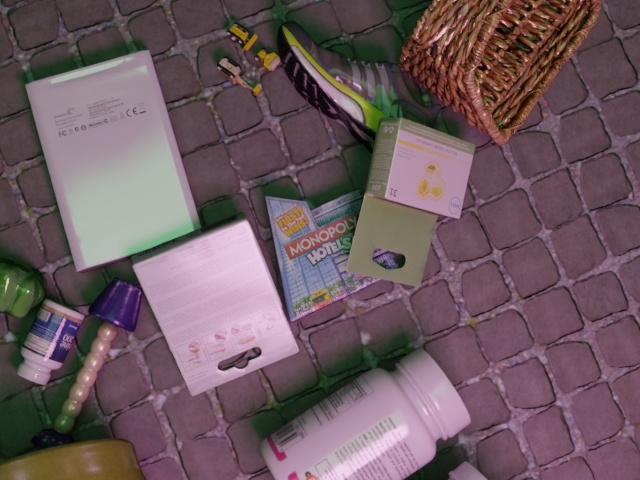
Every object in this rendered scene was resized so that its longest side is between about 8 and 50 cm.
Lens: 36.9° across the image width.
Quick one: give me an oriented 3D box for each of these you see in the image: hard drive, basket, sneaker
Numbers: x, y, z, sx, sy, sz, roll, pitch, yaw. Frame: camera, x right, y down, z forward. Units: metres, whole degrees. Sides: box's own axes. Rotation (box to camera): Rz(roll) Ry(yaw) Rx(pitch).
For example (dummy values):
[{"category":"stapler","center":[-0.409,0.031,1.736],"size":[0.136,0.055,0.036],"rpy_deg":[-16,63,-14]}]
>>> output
[{"category":"hard drive","center":[-0.322,-0.125,1.501],"size":[0.203,0.040,0.308],"rpy_deg":[-17,84,-4]},{"category":"basket","center":[0.294,-0.335,1.462],"size":[0.223,0.213,0.299],"rpy_deg":[38,84,4]},{"category":"sneaker","center":[0.058,-0.245,1.507],"size":[0.300,0.111,0.121],"rpy_deg":[41,77,-4]}]

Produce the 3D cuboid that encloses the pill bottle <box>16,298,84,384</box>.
[{"category":"pill bottle","center":[-0.412,0.154,1.451],"size":[0.067,0.067,0.120],"rpy_deg":[24,83,1]}]

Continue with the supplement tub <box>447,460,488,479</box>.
[{"category":"supplement tub","center":[0.154,0.494,1.345],"size":[0.325,0.235,0.235],"rpy_deg":[-41,86,-6]}]

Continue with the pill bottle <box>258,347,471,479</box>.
[{"category":"pill bottle","center":[0.067,0.289,1.405],"size":[0.283,0.160,0.160],"rpy_deg":[-32,85,-5]}]

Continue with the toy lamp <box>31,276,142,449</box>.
[{"category":"toy lamp","center":[-0.347,0.188,1.444],"size":[0.080,0.080,0.275],"rpy_deg":[23,82,1]}]

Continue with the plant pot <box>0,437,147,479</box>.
[{"category":"plant pot","center":[-0.334,0.468,1.297],"size":[0.366,0.366,0.353],"rpy_deg":[-15,73,-4]}]

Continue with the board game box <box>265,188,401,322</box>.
[{"category":"board game box","center":[0.000,0.000,1.488],"size":[0.194,0.060,0.194],"rpy_deg":[-25,85,-5]}]

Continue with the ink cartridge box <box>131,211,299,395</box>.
[{"category":"ink cartridge box","center":[-0.161,0.097,1.477],"size":[0.189,0.066,0.232],"rpy_deg":[-22,111,-4]}]

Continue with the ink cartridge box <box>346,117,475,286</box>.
[{"category":"ink cartridge box","center":[0.138,-0.052,1.444],"size":[0.171,0.056,0.235],"rpy_deg":[13,88,-40]}]

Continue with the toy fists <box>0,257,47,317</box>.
[{"category":"toy fists","center":[-0.550,0.055,1.421],"size":[0.279,0.142,0.096],"rpy_deg":[15,83,0]}]

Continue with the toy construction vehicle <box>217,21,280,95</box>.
[{"category":"toy construction vehicle","center":[-0.121,-0.289,1.536],"size":[0.098,0.035,0.086],"rpy_deg":[33,72,0]}]
